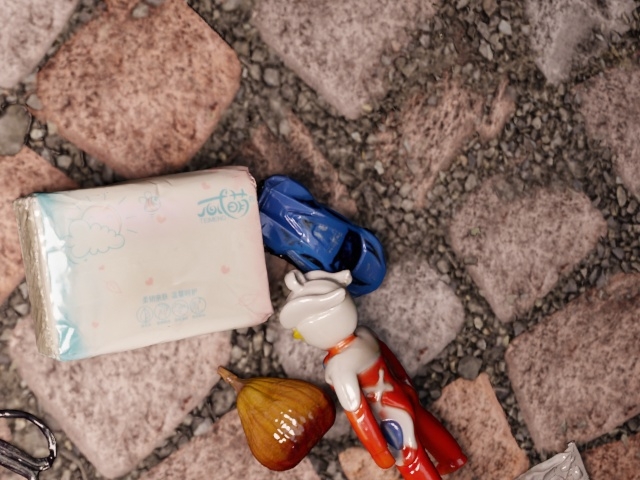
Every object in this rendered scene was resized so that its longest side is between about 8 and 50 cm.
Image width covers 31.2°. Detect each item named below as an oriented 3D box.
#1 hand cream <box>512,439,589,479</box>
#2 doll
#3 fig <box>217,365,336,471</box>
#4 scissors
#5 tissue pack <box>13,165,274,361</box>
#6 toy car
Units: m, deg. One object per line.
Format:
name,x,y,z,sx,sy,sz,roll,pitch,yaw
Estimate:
hand cream,0.280,0.378,1.618,0.257,0.050,0.084,-29,104,-29
doll,0.070,0.190,1.464,0.099,0.188,0.384,-27,106,20
fig,-0.060,0.223,1.443,0.119,0.153,0.119,-38,137,-46
scissors,-0.437,0.196,1.292,0.300,0.022,0.109,35,72,-21
tissue pack,-0.206,0.026,1.347,0.271,0.124,0.201,-10,98,-26
toy car,0.000,0.000,1.473,0.216,0.063,0.103,33,77,-22
